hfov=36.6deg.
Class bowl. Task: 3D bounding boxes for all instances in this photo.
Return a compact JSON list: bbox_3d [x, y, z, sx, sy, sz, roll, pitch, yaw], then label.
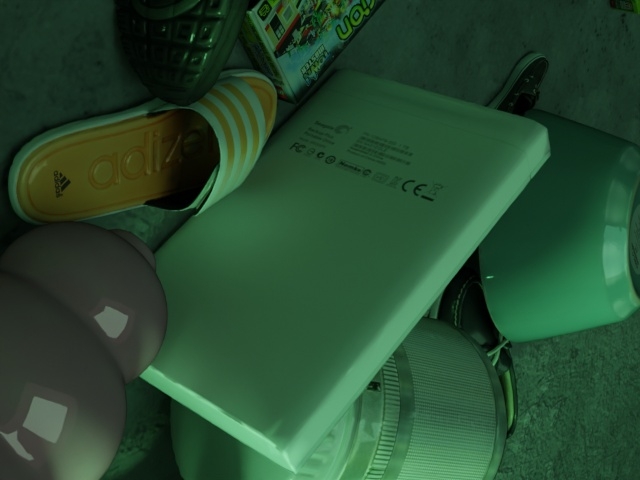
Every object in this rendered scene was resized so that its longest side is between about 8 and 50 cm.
[{"bbox_3d":[0.341,-0.015,1.241,0.312,0.163,0.311,-7,99,-55],"label":"bowl"}]

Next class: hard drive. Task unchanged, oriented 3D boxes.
[{"bbox_3d":[0.000,0.000,0.813,0.353,0.233,0.047,-48,140,-24],"label":"hard drive"}]

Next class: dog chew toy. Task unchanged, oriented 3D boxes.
[{"bbox_3d":[-0.225,0.116,0.634,0.332,0.207,0.206,-52,142,-33],"label":"dog chew toy"}]

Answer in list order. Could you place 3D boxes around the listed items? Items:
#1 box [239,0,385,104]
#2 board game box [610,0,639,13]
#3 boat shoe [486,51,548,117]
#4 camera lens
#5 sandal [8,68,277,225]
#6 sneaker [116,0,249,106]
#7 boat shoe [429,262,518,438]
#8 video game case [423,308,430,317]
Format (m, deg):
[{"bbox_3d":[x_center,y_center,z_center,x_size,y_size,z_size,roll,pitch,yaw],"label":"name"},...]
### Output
[{"bbox_3d":[0.008,-0.234,0.862,0.207,0.036,0.114,-52,142,-19],"label":"box"},{"bbox_3d":[0.414,-0.399,1.282,0.092,0.043,0.181,-56,143,-15],"label":"board game box"},{"bbox_3d":[0.248,-0.176,1.196,0.142,0.040,0.049,-51,141,-20],"label":"boat shoe"},{"bbox_3d":[0.025,0.166,0.919,0.274,0.219,0.219,17,95,-43],"label":"camera lens"},{"bbox_3d":[-0.114,-0.061,0.767,0.265,0.076,0.101,-27,129,-41],"label":"sandal"},{"bbox_3d":[-0.060,-0.237,0.722,0.130,0.109,0.286,0,111,-58],"label":"sneaker"},{"bbox_3d":[0.216,0.153,1.296,0.114,0.091,0.302,-46,140,-26],"label":"boat shoe"},{"bbox_3d":[0.044,0.111,1.110,0.227,0.026,0.206,23,91,-53],"label":"video game case"}]
